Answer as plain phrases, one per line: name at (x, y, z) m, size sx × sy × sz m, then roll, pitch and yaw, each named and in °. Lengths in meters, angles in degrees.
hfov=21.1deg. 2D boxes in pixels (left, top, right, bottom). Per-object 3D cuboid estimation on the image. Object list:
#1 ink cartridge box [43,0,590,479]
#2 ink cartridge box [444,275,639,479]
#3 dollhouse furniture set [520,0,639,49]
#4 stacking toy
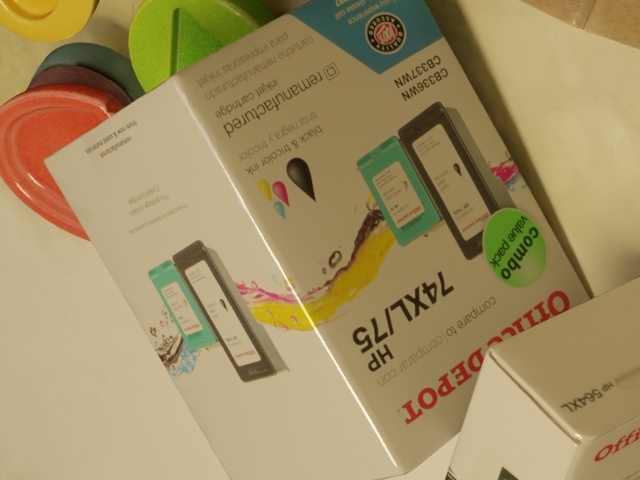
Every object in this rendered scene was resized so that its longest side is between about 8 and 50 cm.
ink cartridge box at (0.000, 0.000, 1.109) m, size 0.197 × 0.198 × 0.270 m, roll -22°, pitch 99°, yaw 56°
ink cartridge box at (0.157, 0.132, 1.042) m, size 0.086 × 0.148 × 0.203 m, roll 46°, pitch 142°, yaw 31°
dollhouse furniture set at (0.212, -0.262, 0.810) m, size 0.303 × 0.174 × 0.355 m, roll 38°, pitch 111°, yaw 55°
stacking toy at (-0.129, -0.141, 1.368) m, size 0.279 × 0.130 × 0.309 m, roll 19°, pitch 133°, yaw 17°
